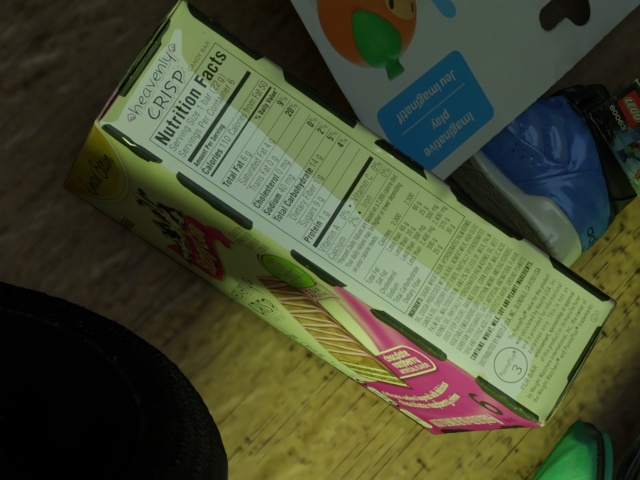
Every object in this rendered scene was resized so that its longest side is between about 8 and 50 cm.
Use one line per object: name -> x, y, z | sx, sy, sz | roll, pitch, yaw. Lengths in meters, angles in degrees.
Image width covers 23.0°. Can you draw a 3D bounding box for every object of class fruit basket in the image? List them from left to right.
fruit basket -> 0.065, -0.251, 0.764 | 0.327, 0.165, 0.353 | -40, 102, -32

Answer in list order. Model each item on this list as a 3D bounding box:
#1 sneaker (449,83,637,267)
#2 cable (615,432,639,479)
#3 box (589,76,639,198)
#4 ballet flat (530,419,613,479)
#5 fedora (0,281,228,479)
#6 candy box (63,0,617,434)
sneaker -> 0.103, -0.065, 0.820 | 0.084, 0.058, 0.152 | -41, 90, -18
cable -> 0.213, 0.070, 0.837 | 0.139, 0.072, 0.287 | -3, 67, 1
box -> 0.269, -0.046, 0.826 | 0.233, 0.044, 0.159 | -27, 85, -31
ballet flat -> 0.099, 0.211, 0.776 | 0.087, 0.083, 0.247 | 2, 80, 3
fedora -> -0.208, 0.137, 0.651 | 0.334, 0.334, 0.153 | -1, 117, -14
candy box -> 0.000, 0.000, 0.735 | 0.233, 0.159, 0.071 | 35, 76, -6
